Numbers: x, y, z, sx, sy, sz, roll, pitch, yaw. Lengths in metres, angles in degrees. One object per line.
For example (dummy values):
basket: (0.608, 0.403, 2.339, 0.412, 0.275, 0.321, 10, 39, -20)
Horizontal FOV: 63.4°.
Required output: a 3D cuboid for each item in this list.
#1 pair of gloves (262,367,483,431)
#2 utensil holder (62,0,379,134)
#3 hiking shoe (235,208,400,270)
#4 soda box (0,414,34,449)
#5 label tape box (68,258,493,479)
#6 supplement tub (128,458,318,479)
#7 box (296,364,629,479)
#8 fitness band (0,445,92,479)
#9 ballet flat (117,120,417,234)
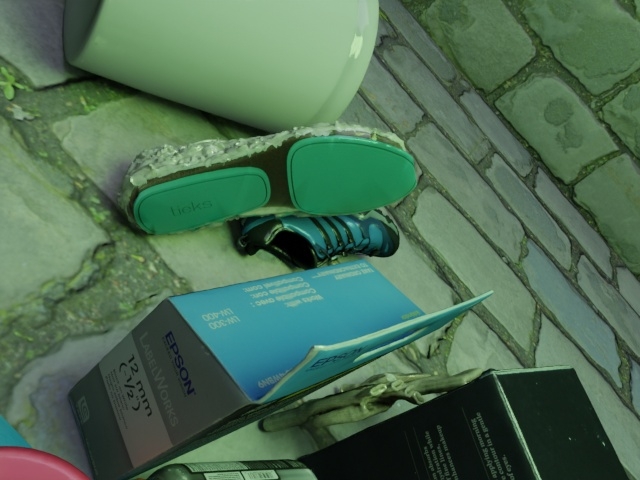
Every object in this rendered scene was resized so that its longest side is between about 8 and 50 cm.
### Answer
pair of gloves: (0.072, 0.193, 0.662, 0.240, 0.204, 0.042, 2, 70, -44)
utensil holder: (-0.159, -0.359, 0.809, 0.385, 0.327, 0.328, 9, 53, -37)
hiking shoe: (0.000, 0.000, 0.849, 0.303, 0.113, 0.132, 14, 56, -25)
soda box: (-0.301, 0.168, 0.416, 0.210, 0.067, 0.071, 48, 38, -3)
label tape box: (-0.048, 0.102, 0.497, 0.249, 0.347, 0.115, -8, 64, -48)
supplement tub: (-0.097, 0.274, 0.494, 0.190, 0.117, 0.117, 15, 49, -37)
box: (0.168, 0.348, 0.538, 0.178, 0.312, 0.344, 10, 53, -41)
fitness band: (-0.213, 0.286, 0.338, 0.208, 0.054, 0.291, -26, 84, -24)
ballet flat: (-0.069, -0.107, 0.722, 0.408, 0.147, 0.147, -8, 60, -14)
